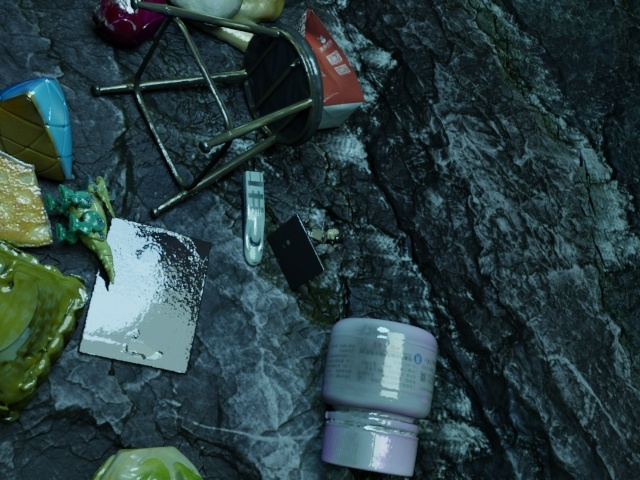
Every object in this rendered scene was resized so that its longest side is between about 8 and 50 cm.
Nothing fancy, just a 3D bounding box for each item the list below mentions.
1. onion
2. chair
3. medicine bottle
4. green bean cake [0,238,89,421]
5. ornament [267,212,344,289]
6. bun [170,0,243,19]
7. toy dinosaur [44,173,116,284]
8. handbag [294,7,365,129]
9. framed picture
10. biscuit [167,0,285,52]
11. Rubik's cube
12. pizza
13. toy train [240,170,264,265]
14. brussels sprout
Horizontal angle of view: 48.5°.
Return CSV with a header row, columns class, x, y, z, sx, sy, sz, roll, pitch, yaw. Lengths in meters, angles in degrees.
class,x,y,z,sx,sy,sz,roll,pitch,yaw
onion,-0.446,-0.582,1.717,0.140,0.218,0.195,42,48,-5
chair,-0.234,-0.333,1.658,0.410,0.364,0.362,-22,81,-36
medicine bottle,0.128,0.357,1.620,0.256,0.256,0.325,16,72,-21
green bean cake,-0.625,0.151,1.356,0.285,0.202,0.310,28,60,-13
ornament,0.000,0.000,1.773,0.196,0.153,0.166,-20,81,-41
bun,-0.292,-0.662,1.784,0.239,0.141,0.239,27,39,-25
toy dinosaur,-0.503,-0.028,1.543,0.153,0.094,0.259,5,65,-51
handbag,-0.010,-0.462,1.922,0.151,0.171,0.298,-10,77,-28
framed picture,-0.386,0.120,1.598,0.244,0.013,0.324,16,65,-20
biscuit,-0.251,-0.651,1.938,0.290,0.062,0.237,26,62,-14
Rubik's cube,-0.604,-0.252,1.563,0.254,0.254,0.255,10,67,-23
pizza,-0.650,-0.075,1.509,0.204,0.080,0.188,25,84,-23
toy train,-0.165,-0.054,1.753,0.052,0.051,0.234,4,69,-21
brussels sprout,-0.323,0.533,1.349,0.259,0.227,0.295,6,60,-40
